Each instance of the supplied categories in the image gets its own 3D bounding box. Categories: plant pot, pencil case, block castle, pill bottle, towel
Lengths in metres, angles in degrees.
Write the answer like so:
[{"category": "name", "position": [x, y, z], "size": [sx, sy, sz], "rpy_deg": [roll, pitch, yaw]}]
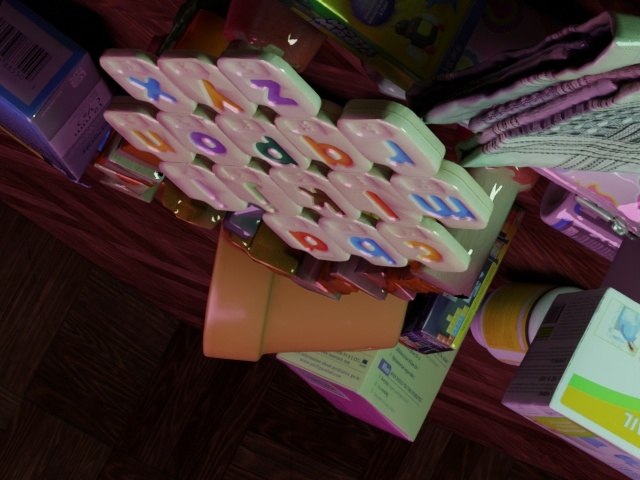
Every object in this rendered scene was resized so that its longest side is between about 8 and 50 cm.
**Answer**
[{"category": "plant pot", "position": [0.000, 0.000, 2.091], "size": [0.204, 0.290, 0.291], "rpy_deg": [11, 170, -1]}, {"category": "pencil case", "position": [0.172, -0.106, 1.484], "size": [0.284, 0.124, 0.124], "rpy_deg": [30, 170, -12]}, {"category": "block castle", "position": [-0.007, -0.100, 1.734], "size": [0.303, 0.212, 0.453], "rpy_deg": [27, 171, -13]}, {"category": "pill bottle", "position": [0.274, -0.018, 1.768], "size": [0.137, 0.078, 0.078], "rpy_deg": [30, 170, -12]}, {"category": "towel", "position": [0.247, -0.078, 1.258], "size": [0.324, 0.056, 0.312], "rpy_deg": [6, 174, -19]}, {"category": "pill bottle", "position": [0.254, 0.101, 2.348], "size": [0.103, 0.103, 0.184], "rpy_deg": [32, 169, -22]}]

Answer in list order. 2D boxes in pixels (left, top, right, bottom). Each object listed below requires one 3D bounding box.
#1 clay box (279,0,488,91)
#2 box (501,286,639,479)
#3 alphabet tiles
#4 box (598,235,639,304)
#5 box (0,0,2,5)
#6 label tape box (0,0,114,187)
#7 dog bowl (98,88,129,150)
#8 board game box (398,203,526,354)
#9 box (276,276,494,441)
[{"category": "clay box", "position": [0.020, -0.210, 1.330], "size": [0.222, 0.127, 0.053], "rpy_deg": [33, 168, -30]}, {"category": "box", "position": [0.263, 0.131, 1.510], "size": [0.203, 0.103, 0.114], "rpy_deg": [30, 170, -10]}, {"category": "alphabet tiles", "position": [-0.020, -0.059, 1.397], "size": [0.284, 0.021, 0.278], "rpy_deg": [4, 152, 41]}, {"category": "box", "position": [0.390, 0.052, 1.563], "size": [0.215, 0.168, 0.345], "rpy_deg": [29, 169, -12]}, {"category": "box", "position": [-0.610, -0.340, 1.869], "size": [0.472, 0.297, 0.480], "rpy_deg": [13, 162, 48]}, {"category": "label tape box", "position": [-0.373, -0.204, 2.339], "size": [0.249, 0.115, 0.347], "rpy_deg": [36, 174, 10]}, {"category": "dog bowl", "position": [-0.169, -0.114, 2.455], "size": [0.297, 0.074, 0.166], "rpy_deg": [19, 167, 43]}, {"category": "board game box", "position": [0.147, 0.038, 2.116], "size": [0.048, 0.170, 0.141], "rpy_deg": [29, 169, -6]}, {"category": "box", "position": [0.083, 0.082, 2.295], "size": [0.117, 0.243, 0.213], "rpy_deg": [23, 170, 27]}]
